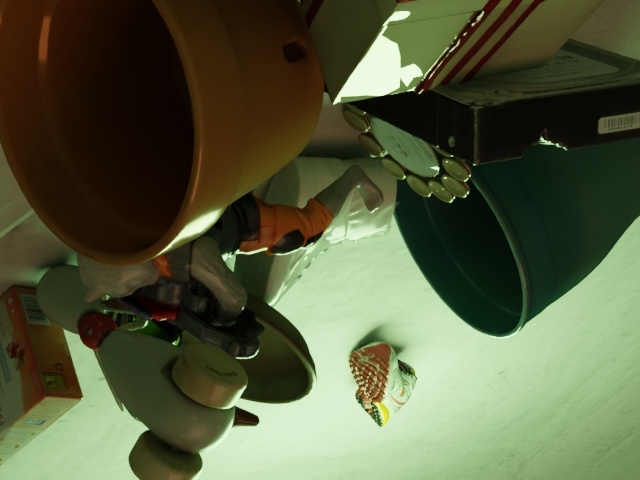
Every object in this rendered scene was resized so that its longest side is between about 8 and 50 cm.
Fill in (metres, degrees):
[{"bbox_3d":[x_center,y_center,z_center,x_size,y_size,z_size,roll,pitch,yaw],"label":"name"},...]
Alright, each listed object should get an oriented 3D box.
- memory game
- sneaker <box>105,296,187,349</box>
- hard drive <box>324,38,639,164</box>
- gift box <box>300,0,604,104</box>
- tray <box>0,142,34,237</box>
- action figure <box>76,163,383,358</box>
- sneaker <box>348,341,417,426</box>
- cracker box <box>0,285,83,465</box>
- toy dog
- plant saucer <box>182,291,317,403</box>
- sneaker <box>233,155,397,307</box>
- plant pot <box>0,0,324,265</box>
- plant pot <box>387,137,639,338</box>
[{"bbox_3d":[0.097,-0.112,1.707,0.012,0.186,0.186,-48,160,-19],"label":"memory game"},{"bbox_3d":[-0.202,0.138,1.920,0.078,0.067,0.188,2,141,45],"label":"sneaker"},{"bbox_3d":[0.168,-0.161,1.520,0.237,0.339,0.064,-10,110,-23],"label":"hard drive"},{"bbox_3d":[0.095,-0.291,1.277,0.255,0.276,0.258,-17,169,-19],"label":"gift box"},{"bbox_3d":[-0.348,-0.050,1.552,0.145,0.030,0.270,25,138,-37],"label":"tray"},{"bbox_3d":[-0.149,-0.035,1.619,0.330,0.341,0.178,-32,138,-44],"label":"action figure"},{"bbox_3d":[0.105,0.215,2.439,0.092,0.088,0.225,-38,158,-16],"label":"sneaker"},{"bbox_3d":[-0.406,0.183,1.880,0.232,0.156,0.067,-39,149,30],"label":"cracker box"},{"bbox_3d":[-0.187,0.142,1.779,0.220,0.334,0.161,-40,151,25],"label":"toy dog"},{"bbox_3d":[-0.129,0.123,1.952,0.278,0.041,0.278,18,151,10],"label":"plant saucer"},{"bbox_3d":[0.000,0.000,1.903,0.169,0.108,0.292,-4,148,-26],"label":"sneaker"},{"bbox_3d":[-0.136,-0.141,1.374,0.203,0.291,0.291,-20,159,-44],"label":"plant pot"},{"bbox_3d":[0.261,-0.059,1.844,0.255,0.272,0.272,-29,157,-20],"label":"plant pot"}]
